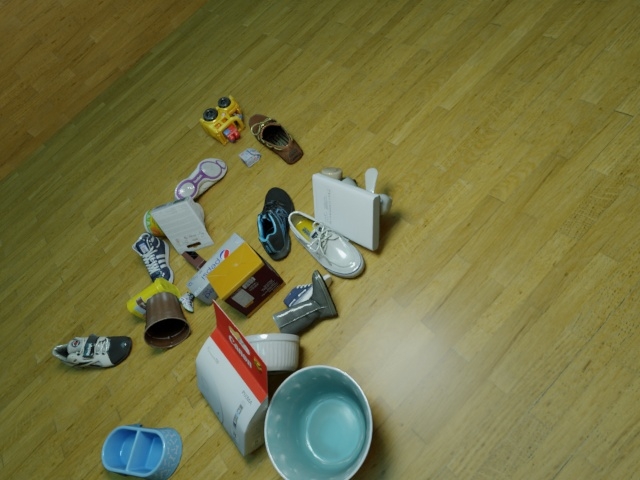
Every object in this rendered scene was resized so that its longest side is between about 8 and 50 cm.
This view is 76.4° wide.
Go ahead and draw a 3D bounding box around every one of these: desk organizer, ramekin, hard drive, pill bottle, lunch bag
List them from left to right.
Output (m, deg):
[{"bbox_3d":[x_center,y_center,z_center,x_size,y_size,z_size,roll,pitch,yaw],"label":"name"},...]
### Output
[{"bbox_3d":[-0.660,-0.098,1.847,0.245,0.136,0.136,-11,57,18],"label":"pill bottle"},{"bbox_3d":[-0.535,0.082,1.740,0.130,0.047,0.050,32,75,35],"label":"desk organizer"},{"bbox_3d":[-0.336,-0.403,1.942,0.083,0.053,0.071,-38,54,-13],"label":"lunch bag"},{"bbox_3d":[-0.165,0.371,1.308,0.207,0.207,0.109,-12,66,17],"label":"ramekin"},{"bbox_3d":[0.087,-0.109,1.468,0.040,0.203,0.307,-26,37,-34],"label":"hard drive"}]

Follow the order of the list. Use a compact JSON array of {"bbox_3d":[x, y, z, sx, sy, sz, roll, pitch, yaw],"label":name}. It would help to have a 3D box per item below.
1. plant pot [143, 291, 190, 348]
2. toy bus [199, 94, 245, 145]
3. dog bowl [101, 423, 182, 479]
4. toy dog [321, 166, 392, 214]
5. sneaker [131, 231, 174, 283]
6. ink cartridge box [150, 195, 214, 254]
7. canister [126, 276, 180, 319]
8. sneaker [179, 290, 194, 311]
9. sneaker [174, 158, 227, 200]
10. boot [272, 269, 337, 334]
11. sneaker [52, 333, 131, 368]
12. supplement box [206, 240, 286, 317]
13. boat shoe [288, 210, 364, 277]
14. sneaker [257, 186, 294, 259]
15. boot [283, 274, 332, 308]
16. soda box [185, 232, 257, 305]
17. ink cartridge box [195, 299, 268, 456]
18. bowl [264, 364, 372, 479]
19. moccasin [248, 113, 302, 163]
[{"bbox_3d":[-0.602,0.298,1.577,0.167,0.167,0.165,-34,45,2],"label":"plant pot"},{"bbox_3d":[-0.464,-0.595,2.070,0.220,0.149,0.211,-45,67,-10],"label":"toy bus"},{"bbox_3d":[-0.611,0.711,1.375,0.297,0.074,0.166,-4,59,21],"label":"dog bowl"},{"bbox_3d":[0.149,-0.176,1.526,0.161,0.220,0.333,-26,55,-33],"label":"toy dog"},{"bbox_3d":[-0.723,0.090,1.751,0.099,0.153,0.282,-27,54,7],"label":"sneaker"},{"bbox_3d":[-0.586,-0.063,1.753,0.189,0.232,0.066,-16,37,15],"label":"ink cartridge box"},{"bbox_3d":[-0.680,0.241,1.660,0.170,0.126,0.073,-35,49,4],"label":"canister"},{"bbox_3d":[-0.526,0.239,1.644,0.098,0.038,0.069,35,80,35],"label":"sneaker"},{"bbox_3d":[-0.580,-0.285,1.937,0.305,0.114,0.152,-44,12,-28],"label":"sneaker"},{"bbox_3d":[-0.065,0.218,1.374,0.208,0.076,0.190,-20,98,4],"label":"boot"},{"bbox_3d":[-0.925,0.444,1.635,0.330,0.146,0.123,-16,54,13],"label":"sneaker"},{"bbox_3d":[-0.268,0.145,1.489,0.191,0.194,0.129,-42,53,-4],"label":"supplement box"},{"bbox_3d":[0.005,-0.007,1.484,0.136,0.156,0.367,-44,53,-6],"label":"boat shoe"},{"bbox_3d":[-0.184,-0.097,1.634,0.125,0.140,0.341,-18,54,16],"label":"sneaker"},{"bbox_3d":[-0.049,0.177,1.450,0.190,0.069,0.086,-46,57,-5],"label":"boot"},{"bbox_3d":[-0.391,0.114,1.623,0.286,0.098,0.091,-48,53,-9],"label":"soda box"},{"bbox_3d":[-0.278,0.417,1.231,0.091,0.385,0.308,-22,44,-34],"label":"ink cartridge box"},{"bbox_3d":[0.016,0.530,1.150,0.311,0.163,0.312,-11,56,18],"label":"bowl"},{"bbox_3d":[-0.230,-0.494,1.890,0.139,0.147,0.380,-36,53,0],"label":"moccasin"}]
